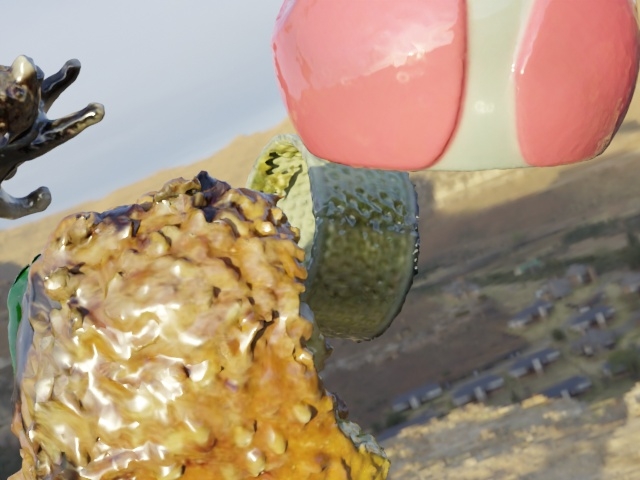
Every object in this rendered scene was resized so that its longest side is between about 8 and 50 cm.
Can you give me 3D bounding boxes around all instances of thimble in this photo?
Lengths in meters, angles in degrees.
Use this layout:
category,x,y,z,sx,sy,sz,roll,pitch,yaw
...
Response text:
category,x,y,z,sx,sy,sz,roll,pitch,yaw
thimble,0.000,0.000,1.316,0.150,0.271,0.271,7,-12,-26

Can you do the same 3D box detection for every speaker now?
category,x,y,z,sx,sy,sz,roll,pitch,yaw
speaker,0.115,-0.157,0.806,0.294,0.294,0.294,-22,2,1

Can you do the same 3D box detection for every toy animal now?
category,x,y,z,sx,sy,sz,roll,pitch,yaw
toy animal,-0.579,-0.178,1.722,0.302,0.194,0.344,-1,-44,-50

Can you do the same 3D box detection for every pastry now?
category,x,y,z,sx,sy,sz,roll,pitch,yaw
pastry,-0.137,0.148,0.957,0.337,0.405,0.292,-21,15,1

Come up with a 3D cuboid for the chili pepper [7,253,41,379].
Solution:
category,x,y,z,sx,sy,sz,roll,pitch,yaw
chili pepper,-0.285,0.131,1.300,0.248,0.257,0.233,-22,-4,28
